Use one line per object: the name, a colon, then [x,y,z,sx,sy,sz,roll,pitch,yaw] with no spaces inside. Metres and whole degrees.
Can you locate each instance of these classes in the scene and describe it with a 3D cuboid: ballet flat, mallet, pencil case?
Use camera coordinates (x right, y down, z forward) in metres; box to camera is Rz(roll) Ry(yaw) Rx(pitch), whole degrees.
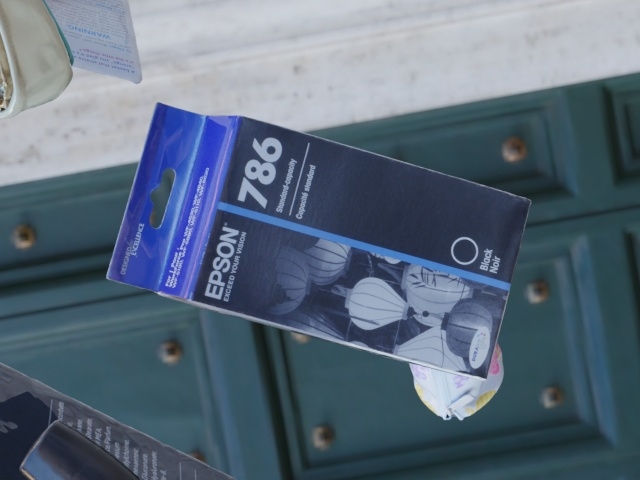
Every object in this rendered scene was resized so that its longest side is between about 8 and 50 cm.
ballet flat: [-0.227,-0.182,0.844,0.086,0.086,0.248,-96,-16,-63]
mallet: [-0.157,0.182,0.735,0.039,0.062,0.189,-53,10,51]
pencil case: [0.144,0.107,1.686,0.124,0.114,0.273,-64,-27,-26]

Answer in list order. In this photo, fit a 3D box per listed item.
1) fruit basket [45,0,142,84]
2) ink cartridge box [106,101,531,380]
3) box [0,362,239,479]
fruit basket: [-0.328,-0.272,1.239,0.165,0.327,0.353,-55,33,37]
ink cartridge box: [0.000,0.000,1.196,0.065,0.333,0.165,165,119,-81]
box: [-0.230,0.304,1.112,0.396,0.293,0.212,30,-160,-20]
